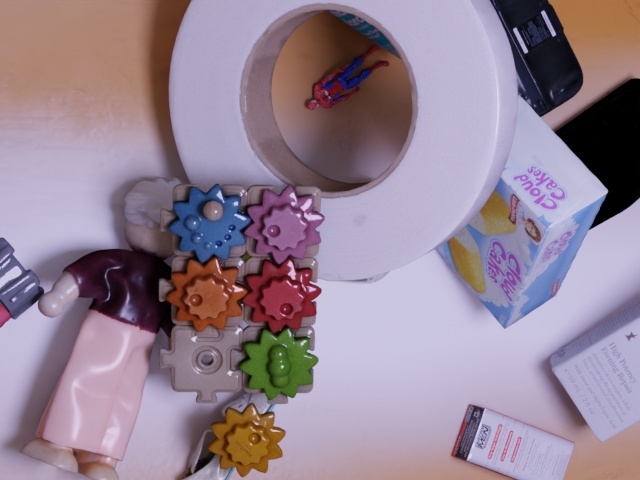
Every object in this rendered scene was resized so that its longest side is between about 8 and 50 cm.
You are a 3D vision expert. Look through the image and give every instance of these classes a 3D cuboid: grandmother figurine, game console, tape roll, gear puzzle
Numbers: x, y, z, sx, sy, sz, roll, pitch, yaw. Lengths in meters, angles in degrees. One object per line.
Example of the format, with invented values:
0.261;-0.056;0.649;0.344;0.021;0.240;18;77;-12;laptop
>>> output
-0.222;0.087;1.617;0.208;0.104;0.342;31;75;-48;grandmother figurine
0.302;-0.192;1.849;0.213;0.044;0.361;-34;104;-20;game console
0.019;-0.150;1.576;0.072;0.392;0.392;-26;105;-63;tape roll
-0.087;0.104;1.581;0.175;0.044;0.339;1;107;-4;gear puzzle

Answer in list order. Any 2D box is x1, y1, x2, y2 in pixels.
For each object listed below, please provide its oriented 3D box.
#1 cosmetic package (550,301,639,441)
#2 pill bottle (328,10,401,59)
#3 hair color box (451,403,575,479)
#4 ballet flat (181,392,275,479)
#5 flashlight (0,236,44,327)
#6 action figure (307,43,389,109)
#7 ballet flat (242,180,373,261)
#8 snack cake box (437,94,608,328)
0.414;0.139;1.824;0.231;0.085;0.117;-34;93;11;cosmetic package
0.041;-0.328;1.681;0.264;0.146;0.146;30;80;-19;pill bottle
0.242;0.261;1.835;0.141;0.043;0.072;24;83;-22;hair color box
-0.102;0.220;1.688;0.052;0.057;0.168;34;79;-10;ballet flat
-0.434;0.113;1.525;0.304;0.103;0.103;-40;79;-16;flashlight
0.030;-0.190;1.745;0.115;0.030;0.038;-38;110;-15;action figure
0.000;0.000;1.710;0.231;0.077;0.077;-33;104;-18;ballet flat
0.219;-0.027;1.679;0.089;0.264;0.152;-31;69;-18;snack cake box
